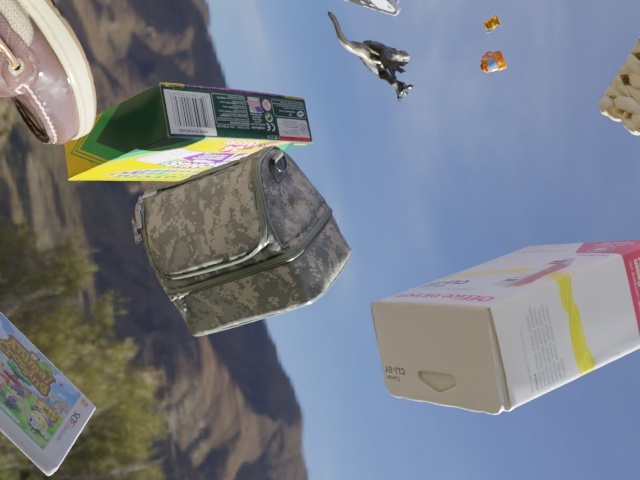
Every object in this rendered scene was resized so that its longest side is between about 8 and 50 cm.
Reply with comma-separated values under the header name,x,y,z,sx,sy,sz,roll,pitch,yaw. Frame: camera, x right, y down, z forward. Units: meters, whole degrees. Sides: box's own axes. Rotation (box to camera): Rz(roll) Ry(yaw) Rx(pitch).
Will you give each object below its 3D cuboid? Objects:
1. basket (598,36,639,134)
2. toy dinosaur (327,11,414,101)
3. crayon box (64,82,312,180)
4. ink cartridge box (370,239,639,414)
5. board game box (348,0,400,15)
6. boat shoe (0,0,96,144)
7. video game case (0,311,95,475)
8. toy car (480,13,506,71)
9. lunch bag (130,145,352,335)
name,x,y,z,sx,sy,sz,roll,pitch,yaw
basket,0.534,-0.145,1.020,0.328,0.331,0.266,48,-64,37
toy dinosaur,0.098,-0.299,1.625,0.118,0.064,0.268,47,16,20
crayon box,-0.255,-0.196,1.894,0.313,0.363,0.106,-17,-99,42
ink cartridge box,0.315,0.122,1.544,0.279,0.385,0.160,-3,-79,55
board game box,-0.080,-0.539,1.589,0.390,0.050,0.390,28,-9,36
boat shoe,-0.280,-0.176,0.770,0.123,0.123,0.342,42,-19,22
video game case,-0.411,0.199,1.344,0.212,0.023,0.193,47,11,-9
toy car,0.306,-0.360,1.812,0.060,0.041,0.122,40,-24,51
lunch bag,-0.141,-0.008,1.648,0.256,0.305,0.212,64,33,-15
